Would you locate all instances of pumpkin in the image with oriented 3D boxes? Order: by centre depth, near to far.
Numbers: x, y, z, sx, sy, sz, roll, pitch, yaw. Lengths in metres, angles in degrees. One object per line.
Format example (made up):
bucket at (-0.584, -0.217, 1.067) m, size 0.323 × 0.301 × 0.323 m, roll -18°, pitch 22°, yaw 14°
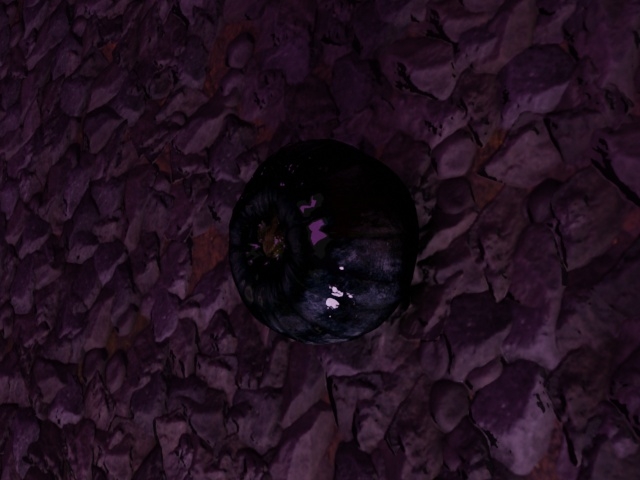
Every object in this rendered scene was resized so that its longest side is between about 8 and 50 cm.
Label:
pumpkin at (0.000, 0.000, 1.005) m, size 0.233 × 0.163 × 0.233 m, roll -6°, pitch 83°, yaw 50°
